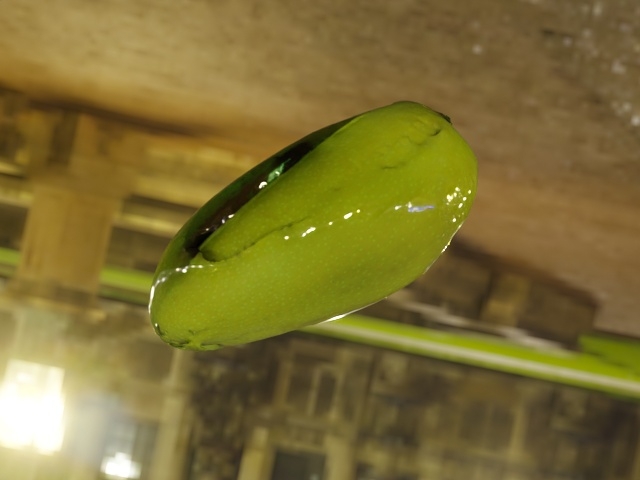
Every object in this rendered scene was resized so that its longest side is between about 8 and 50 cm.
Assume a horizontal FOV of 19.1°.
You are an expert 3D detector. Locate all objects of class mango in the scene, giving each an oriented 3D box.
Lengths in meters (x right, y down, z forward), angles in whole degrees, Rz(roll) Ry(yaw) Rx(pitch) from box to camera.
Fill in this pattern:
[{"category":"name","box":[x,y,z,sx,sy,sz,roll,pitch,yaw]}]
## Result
[{"category":"mango","box":[0.000,0.000,0.836,0.074,0.165,0.091,48,161,21]}]
